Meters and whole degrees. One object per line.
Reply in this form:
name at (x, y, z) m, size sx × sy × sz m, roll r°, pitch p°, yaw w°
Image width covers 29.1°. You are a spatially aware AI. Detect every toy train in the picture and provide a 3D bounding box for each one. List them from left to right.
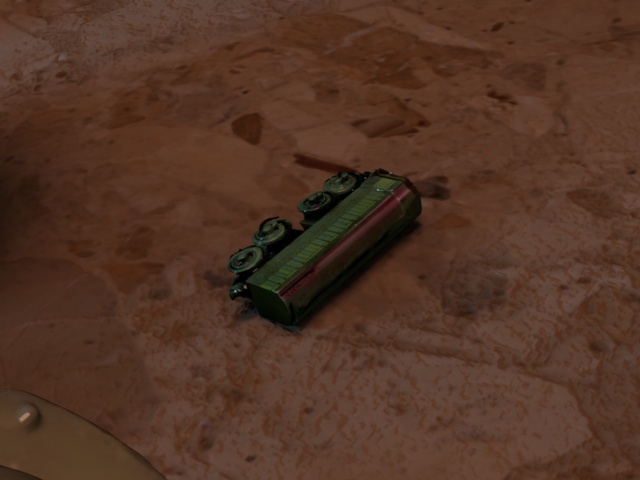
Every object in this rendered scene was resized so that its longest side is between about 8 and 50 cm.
toy train at (0.000, 0.000, 0.832) m, size 0.071 × 0.038 × 0.148 m, roll 24°, pitch 51°, yaw 37°

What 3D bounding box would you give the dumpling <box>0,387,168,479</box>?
dumpling at (-0.121, 0.218, 0.503) m, size 0.315 × 0.233 × 0.395 m, roll 23°, pitch 25°, yaw -7°
